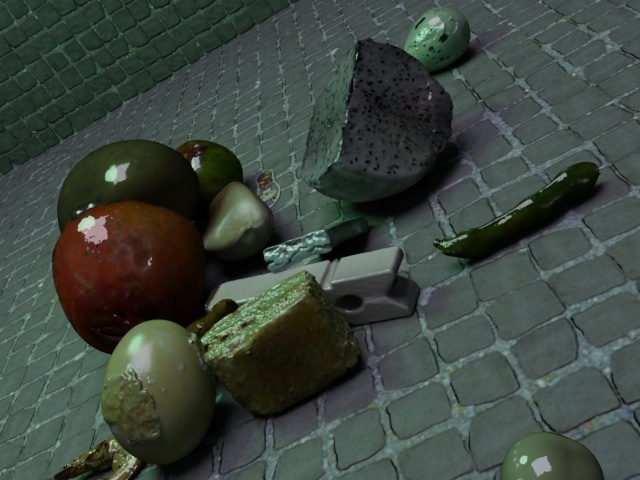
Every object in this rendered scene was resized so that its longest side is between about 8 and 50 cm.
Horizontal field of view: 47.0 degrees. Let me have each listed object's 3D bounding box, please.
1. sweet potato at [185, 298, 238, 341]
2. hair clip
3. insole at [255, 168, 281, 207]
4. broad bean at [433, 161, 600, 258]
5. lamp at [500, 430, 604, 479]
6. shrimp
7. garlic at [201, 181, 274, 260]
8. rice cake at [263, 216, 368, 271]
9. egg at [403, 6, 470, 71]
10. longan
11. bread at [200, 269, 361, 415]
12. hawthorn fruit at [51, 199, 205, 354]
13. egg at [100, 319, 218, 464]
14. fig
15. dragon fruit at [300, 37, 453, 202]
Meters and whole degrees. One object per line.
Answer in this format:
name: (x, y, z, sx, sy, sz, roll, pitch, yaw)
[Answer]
sweet potato: (-0.181, 0.151, 1.131, 0.274, 0.067, 0.067, -49, 10, 45)
hair clip: (-0.016, 0.086, 1.116, 0.331, 0.101, 0.085, -15, 27, 28)
insole: (-0.119, -0.116, 1.647, 0.065, 0.004, 0.197, -29, 28, 8)
broad bean: (0.283, -0.037, 1.044, 0.256, 0.052, 0.052, -29, 64, 7)
lamp: (0.192, 0.255, 0.652, 0.091, 0.091, 0.163, 2, 59, 48)
shrimp: (-0.328, 0.346, 1.099, 0.163, 0.045, 0.095, -25, 49, 6)
garlic: (-0.167, -0.035, 1.452, 0.143, 0.112, 0.318, -54, 29, 6)
rice cake: (0.000, 0.000, 1.209, 0.124, 0.038, 0.211, -20, 1, 18)
egg: (0.258, -0.447, 1.652, 0.164, 0.131, 0.131, -43, 26, 8)
longan: (-0.388, -0.077, 1.470, 0.300, 0.243, 0.300, -41, -4, -3)
bread: (-0.058, 0.149, 1.015, 0.196, 0.138, 0.102, -30, 17, 7)
hawthorn fruit: (-0.328, 0.095, 1.281, 0.276, 0.276, 0.307, -24, 57, 17)
egg: (-0.228, 0.212, 1.038, 0.164, 0.164, 0.201, -15, 72, 30)
fig: (-0.264, -0.140, 1.672, 0.191, 0.180, 0.181, -24, 17, -40)
dragon fruit: (0.098, -0.185, 1.341, 0.221, 0.204, 0.282, -39, 36, 58)
